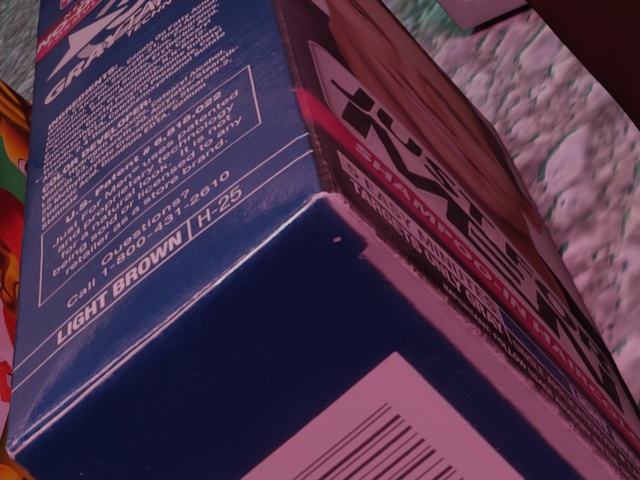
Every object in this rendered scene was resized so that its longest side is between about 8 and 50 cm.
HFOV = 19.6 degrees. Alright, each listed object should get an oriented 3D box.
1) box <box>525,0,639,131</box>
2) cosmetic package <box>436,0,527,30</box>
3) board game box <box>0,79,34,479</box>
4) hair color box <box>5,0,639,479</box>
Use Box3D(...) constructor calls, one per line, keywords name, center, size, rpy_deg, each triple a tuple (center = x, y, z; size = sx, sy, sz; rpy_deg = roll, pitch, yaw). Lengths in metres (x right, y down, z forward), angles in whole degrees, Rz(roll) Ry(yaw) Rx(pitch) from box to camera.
Box3D(name="box", center=(0.191, -0.086, 0.431), size=(0.203, 0.168, 0.167), rpy_deg=(-13, 39, 50))
Box3D(name="cosmetic package", center=(0.100, -0.228, 0.877), size=(0.107, 0.127, 0.238), rpy_deg=(-18, 33, 46))
Box3D(name="board game box", center=(-0.107, 0.068, 0.571), size=(0.053, 0.193, 0.305), rpy_deg=(-33, 38, 23))
Box3D(name="hair color box", center=(0.000, 0.000, 0.600), size=(0.105, 0.174, 0.347), rpy_deg=(-39, 24, 11))
